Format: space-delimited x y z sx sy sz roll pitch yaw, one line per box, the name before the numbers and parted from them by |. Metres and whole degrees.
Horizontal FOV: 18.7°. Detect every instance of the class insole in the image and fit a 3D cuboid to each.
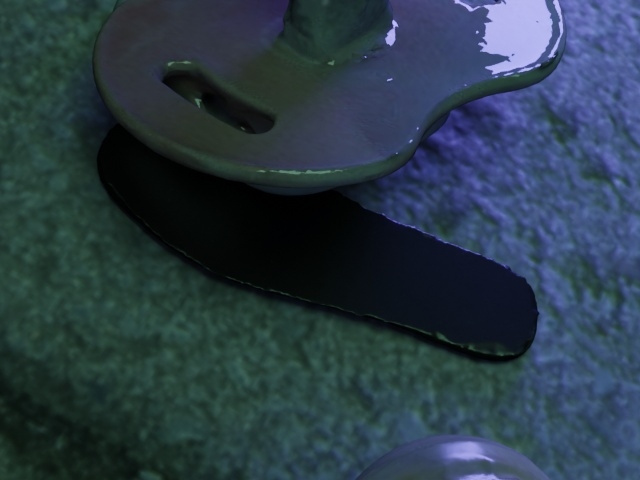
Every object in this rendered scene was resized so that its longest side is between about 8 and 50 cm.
insole | 0.000 0.000 1.263 0.309 0.012 0.110 20 54 -7

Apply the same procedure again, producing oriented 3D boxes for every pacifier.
pacifier | 0.010 -0.147 1.231 0.332 0.273 0.220 -32 88 -36

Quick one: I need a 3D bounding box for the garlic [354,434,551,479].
garlic | 0.093 0.242 1.053 0.203 0.185 0.281 18 55 -27
